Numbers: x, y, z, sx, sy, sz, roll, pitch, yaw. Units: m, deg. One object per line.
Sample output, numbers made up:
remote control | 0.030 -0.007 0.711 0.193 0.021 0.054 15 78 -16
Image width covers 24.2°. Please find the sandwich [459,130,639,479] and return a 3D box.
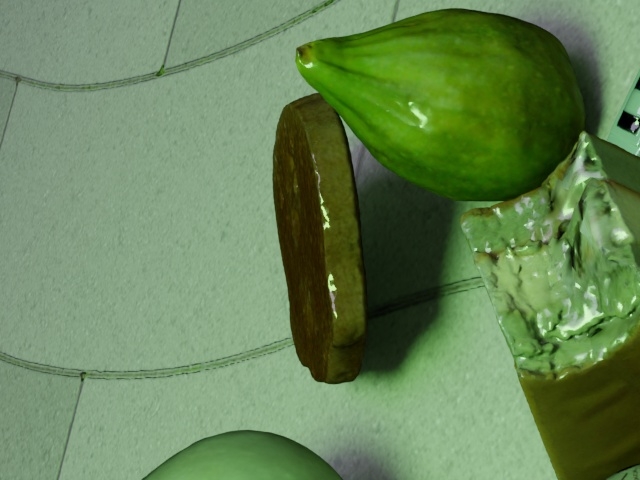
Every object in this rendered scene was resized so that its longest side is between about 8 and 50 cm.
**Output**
sandwich | 0.176 0.065 1.030 0.227 0.198 0.155 -46 39 32

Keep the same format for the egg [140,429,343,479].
egg | -0.072 0.325 1.205 0.258 0.258 0.352 -27 43 47

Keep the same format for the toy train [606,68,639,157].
toy train | 0.269 -0.126 1.139 0.043 0.047 0.207 40 108 55

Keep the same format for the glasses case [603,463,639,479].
glasses case | 0.154 0.294 1.044 0.355 0.085 0.137 -50 38 28

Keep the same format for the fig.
fig | 0.101 -0.109 1.248 0.167 0.233 0.167 -3 -90 -87

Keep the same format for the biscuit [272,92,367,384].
biscuit | 0.002 0.000 1.340 0.273 0.049 0.257 144 119 -81
